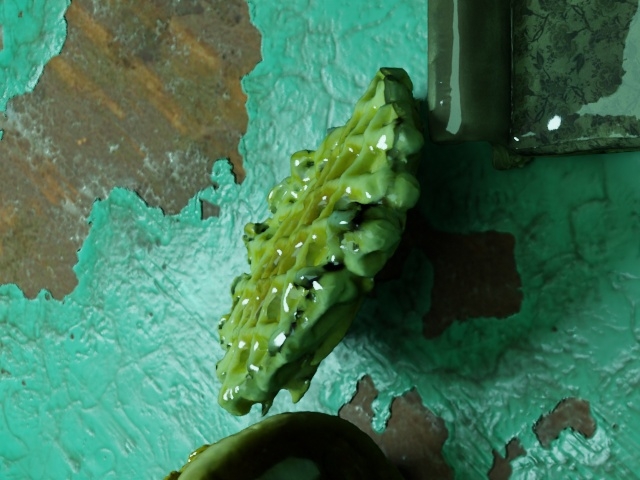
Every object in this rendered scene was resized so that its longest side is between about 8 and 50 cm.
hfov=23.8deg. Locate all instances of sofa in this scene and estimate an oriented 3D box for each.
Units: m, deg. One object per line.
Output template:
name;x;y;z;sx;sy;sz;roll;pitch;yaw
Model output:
sofa;0.209;-0.165;1.241;0.258;0.182;0.200;-1;88;34

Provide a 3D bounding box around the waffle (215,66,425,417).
waffle;0.000;0.000;1.357;0.317;0.073;0.297;-53;17;32

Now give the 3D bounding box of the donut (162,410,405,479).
donut;-0.038;0.319;1.323;0.160;0.330;0.330;-27;73;42
